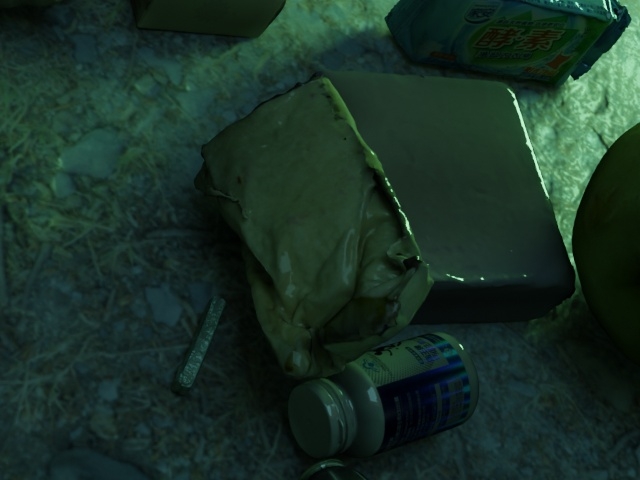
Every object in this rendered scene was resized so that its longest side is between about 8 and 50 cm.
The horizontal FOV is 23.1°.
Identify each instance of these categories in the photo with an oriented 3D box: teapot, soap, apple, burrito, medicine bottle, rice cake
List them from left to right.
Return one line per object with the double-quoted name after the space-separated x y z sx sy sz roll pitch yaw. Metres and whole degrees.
-0.127 0.109 1.640 0.021 0.022 0.121 27 52 -9 "rice cake"
-0.002 0.002 1.636 0.190 0.135 0.332 -27 53 0 "burrito"
0.003 0.265 1.571 0.124 0.092 0.091 5 34 -35 "teapot"
0.066 0.167 1.651 0.191 0.107 0.107 -13 67 -34 "medicine bottle"
0.130 -0.051 1.826 0.285 0.107 0.296 1 61 -27 "soap"
0.244 -0.278 1.999 0.293 0.156 0.077 5 57 -24 "soap"
0.460 0.006 1.816 0.357 0.357 0.357 14 55 -20 "apple"

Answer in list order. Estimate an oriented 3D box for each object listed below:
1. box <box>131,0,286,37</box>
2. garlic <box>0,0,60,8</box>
-0.147 -0.358 1.883 0.168 0.095 0.212 2 60 -30 "box"
-0.344 -0.361 1.730 0.227 0.152 0.228 0 86 -1 "garlic"
